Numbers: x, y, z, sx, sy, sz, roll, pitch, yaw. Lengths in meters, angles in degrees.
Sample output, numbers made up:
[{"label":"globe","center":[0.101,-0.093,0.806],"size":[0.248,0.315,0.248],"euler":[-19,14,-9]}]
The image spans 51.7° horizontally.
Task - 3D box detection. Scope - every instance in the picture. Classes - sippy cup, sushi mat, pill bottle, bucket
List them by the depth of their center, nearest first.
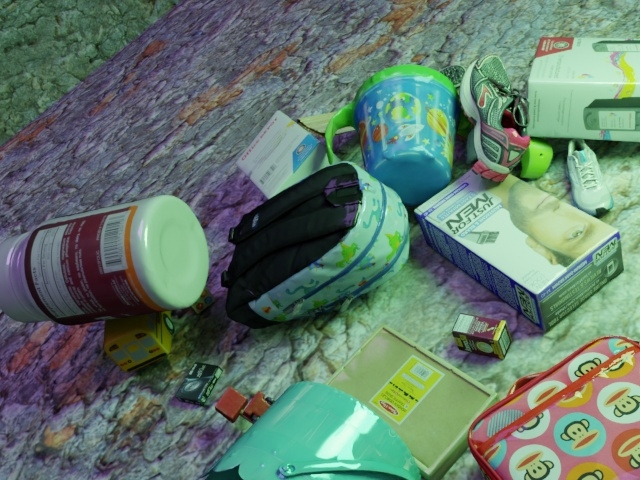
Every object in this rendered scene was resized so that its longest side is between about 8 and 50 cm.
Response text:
[{"label":"bucket","center":[-0.008,0.343,0.901],"size":[0.281,0.281,0.183],"euler":[10,41,39]},{"label":"pill bottle","center":[-0.444,0.051,1.322],"size":[0.392,0.224,0.224],"euler":[-10,42,21]},{"label":"sippy cup","center":[0.179,-0.200,1.363],"size":[0.305,0.240,0.224],"euler":[-26,44,33]},{"label":"sushi mat","center":[0.105,-0.312,1.666],"size":[0.316,0.019,0.151],"euler":[-18,33,-27]}]

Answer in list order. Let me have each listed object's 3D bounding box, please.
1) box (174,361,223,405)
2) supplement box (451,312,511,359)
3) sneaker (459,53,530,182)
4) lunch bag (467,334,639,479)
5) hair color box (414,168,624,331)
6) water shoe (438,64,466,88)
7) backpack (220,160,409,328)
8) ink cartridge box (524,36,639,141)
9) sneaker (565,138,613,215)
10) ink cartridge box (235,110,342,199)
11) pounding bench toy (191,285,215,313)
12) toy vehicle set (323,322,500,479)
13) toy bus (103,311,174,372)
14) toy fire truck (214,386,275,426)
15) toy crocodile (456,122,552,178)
[{"label":"box","center":[-0.241,0.284,1.312],"size":[0.067,0.018,0.083],"euler":[3,48,33]},{"label":"supplement box","center":[0.270,0.159,1.106],"size":[0.083,0.055,0.043],"euler":[7,50,38]},{"label":"sneaker","center":[0.348,-0.251,1.267],"size":[0.112,0.120,0.299],"euler":[126,152,-50]},{"label":"lunch bag","center":[0.358,0.265,0.893],"size":[0.293,0.120,0.258],"euler":[-32,34,-6]},{"label":"hair color box","center":[0.348,-0.005,1.203],"size":[0.185,0.110,0.339],"euler":[-35,40,-10]},{"label":"water shoe","center":[0.284,-0.396,1.717],"size":[0.203,0.080,0.073],"euler":[-9,86,20]},{"label":"backpack","center":[0.000,0.000,1.294],"size":[0.355,0.273,0.290],"euler":[-45,30,40]},{"label":"ink cartridge box","center":[0.575,-0.303,1.309],"size":[0.306,0.131,0.226],"euler":[6,39,22]},{"label":"sneaker","center":[0.503,-0.127,1.263],"size":[0.071,0.083,0.191],"euler":[-16,41,14]},{"label":"ink cartridge box","center":[-0.054,-0.162,1.545],"size":[0.171,0.168,0.233],"euler":[-49,39,6]},{"label":"pounding bench toy","center":[-0.283,0.111,1.480],"size":[0.052,0.083,0.065],"euler":[-37,38,-11]},{"label":"toy vehicle set","center":[0.142,0.257,1.092],"size":[0.166,0.035,0.266],"euler":[-42,40,-16]},{"label":"toy bus","center":[-0.409,0.141,1.486],"size":[0.108,0.130,0.333],"euler":[-26,38,4]},{"label":"toy fire truck","center":[-0.088,0.312,1.122],"size":[0.192,0.135,0.047],"euler":[35,62,6]},{"label":"toy crocodile","center":[0.375,-0.236,1.455],"size":[0.115,0.105,0.340],"euler":[-2,26,-33]}]
